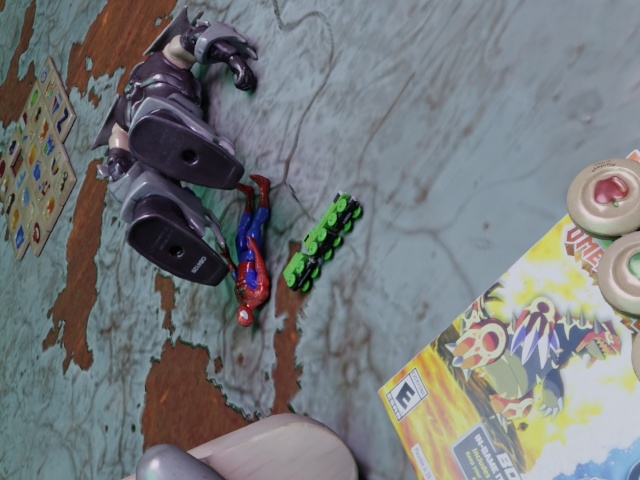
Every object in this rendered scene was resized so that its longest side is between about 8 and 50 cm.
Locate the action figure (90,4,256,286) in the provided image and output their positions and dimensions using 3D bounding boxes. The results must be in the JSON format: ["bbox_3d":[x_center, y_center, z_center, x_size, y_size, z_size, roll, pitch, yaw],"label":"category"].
[{"bbox_3d":[-0.122,-0.086,0.633,0.185,0.099,0.285,-62,25,22],"label":"action figure"}]

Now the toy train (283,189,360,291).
[{"bbox_3d":[0.000,0.000,0.534,0.083,0.017,0.023,-56,33,22],"label":"toy train"}]

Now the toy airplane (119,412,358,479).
[{"bbox_3d":[-0.195,0.244,0.406,0.386,0.385,0.272,-65,31,11],"label":"toy airplane"}]

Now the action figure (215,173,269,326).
[{"bbox_3d":[-0.056,0.008,0.589,0.038,0.030,0.115,-17,69,41],"label":"action figure"}]

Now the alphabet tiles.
[{"bbox_3d":[-0.362,-0.098,0.991,0.198,0.009,0.237,-56,44,22],"label":"alphabet tiles"}]

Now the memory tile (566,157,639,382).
[{"bbox_3d":[0.175,-0.006,0.284,0.148,0.012,0.113,-21,55,17],"label":"memory tile"}]

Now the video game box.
[{"bbox_3d":[0.132,0.096,0.329,0.187,0.048,0.205,-48,47,26],"label":"video game box"}]
